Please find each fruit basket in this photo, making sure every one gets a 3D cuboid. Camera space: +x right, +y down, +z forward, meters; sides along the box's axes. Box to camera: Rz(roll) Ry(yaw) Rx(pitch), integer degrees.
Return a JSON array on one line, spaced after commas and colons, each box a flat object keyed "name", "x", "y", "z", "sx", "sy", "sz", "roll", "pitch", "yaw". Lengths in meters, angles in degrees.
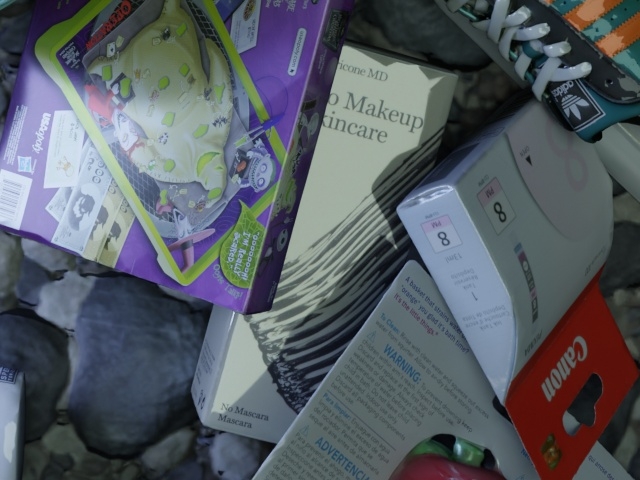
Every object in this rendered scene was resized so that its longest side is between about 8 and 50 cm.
[{"name": "fruit basket", "x": 0.048, "y": 0.241, "z": 1.225, "sx": 0.327, "sy": 0.165, "sz": 0.353, "roll": 43, "pitch": 71, "yaw": -32}]

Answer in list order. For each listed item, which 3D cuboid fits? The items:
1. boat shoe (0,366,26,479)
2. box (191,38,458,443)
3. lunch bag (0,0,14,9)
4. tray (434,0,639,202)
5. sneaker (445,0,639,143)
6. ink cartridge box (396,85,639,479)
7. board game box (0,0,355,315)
[{"name": "boat shoe", "x": -0.254, "y": 0.218, "z": 1.252, "sx": 0.088, "sy": 0.096, "sz": 0.267, "roll": 5, "pitch": 97, "yaw": -5}, {"name": "box", "x": 0.000, "y": 0.000, "z": 1.253, "sx": 0.113, "sy": 0.094, "sz": 0.275, "roll": 13, "pitch": 98, "yaw": -10}, {"name": "lunch bag", "x": -0.294, "y": -0.197, "z": 1.111, "sx": 0.262, "sy": 0.223, "sz": 0.160, "roll": 9, "pitch": 103, "yaw": -12}, {"name": "tray", "x": 0.223, "y": -0.133, "z": 1.298, "sx": 0.270, "sy": 0.030, "sz": 0.145, "roll": 42, "pitch": 90, "yaw": -13}, {"name": "sneaker", "x": 0.169, "y": -0.137, "z": 1.206, "sx": 0.302, "sy": 0.108, "sz": 0.121, "roll": 21, "pitch": 75, "yaw": -13}, {"name": "ink cartridge box", "x": 0.160, "y": 0.029, "z": 1.244, "sx": 0.066, "sy": 0.189, "sz": 0.232, "roll": -24, "pitch": 102, "yaw": 37}, {"name": "board game box", "x": -0.086, "y": -0.146, "z": 1.192, "sx": 0.208, "sy": 0.056, "sz": 0.346, "roll": 19, "pitch": 98, "yaw": 25}]
